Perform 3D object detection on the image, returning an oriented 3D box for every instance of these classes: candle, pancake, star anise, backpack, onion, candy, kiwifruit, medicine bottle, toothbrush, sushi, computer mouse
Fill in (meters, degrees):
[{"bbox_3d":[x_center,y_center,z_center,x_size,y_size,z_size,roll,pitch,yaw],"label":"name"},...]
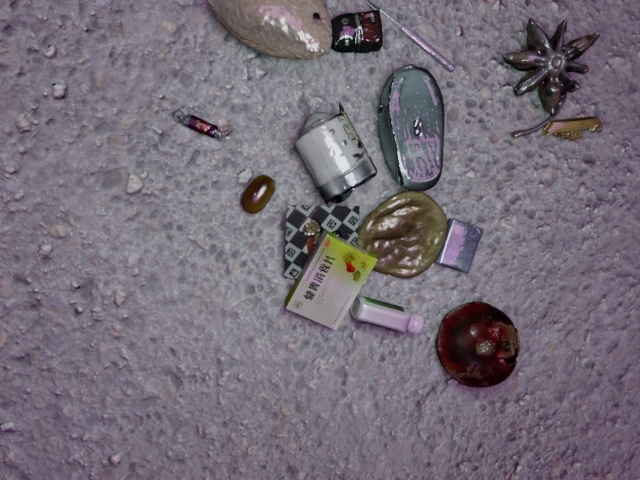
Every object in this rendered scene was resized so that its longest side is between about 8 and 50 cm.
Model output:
[{"bbox_3d":[0.022,-0.279,1.334,0.188,0.187,0.330,-30,95,-7],"label":"candle"},{"bbox_3d":[0.260,-0.012,1.421,0.295,0.049,0.294,-2,110,-7],"label":"pancake"},{"bbox_3d":[0.709,-0.541,1.469,0.360,0.139,0.315,-30,90,9],"label":"star anise"},{"bbox_3d":[0.105,-0.616,1.364,0.165,0.106,0.119,-14,100,-12],"label":"backpack"},{"bbox_3d":[0.506,0.327,1.439,0.272,0.195,0.271,0,86,-3],"label":"onion"},{"bbox_3d":[-0.340,-0.332,1.340,0.175,0.043,0.045,23,86,-6],"label":"candy"},{"bbox_3d":[-0.184,-0.136,1.361,0.075,0.075,0.124,37,91,-9],"label":"kiwifruit"},{"bbox_3d":[0.207,0.233,1.422,0.219,0.115,0.077,17,89,-10],"label":"medicine bottle"},{"bbox_3d":[0.282,-0.641,1.430,0.354,0.029,0.024,35,100,-10],"label":"toothbrush"},{"bbox_3d":[0.000,0.000,1.401,0.220,0.047,0.231,1,106,-9],"label":"sushi"},{"bbox_3d":[0.278,-0.335,1.404,0.204,0.114,0.373,-4,94,-7],"label":"computer mouse"}]

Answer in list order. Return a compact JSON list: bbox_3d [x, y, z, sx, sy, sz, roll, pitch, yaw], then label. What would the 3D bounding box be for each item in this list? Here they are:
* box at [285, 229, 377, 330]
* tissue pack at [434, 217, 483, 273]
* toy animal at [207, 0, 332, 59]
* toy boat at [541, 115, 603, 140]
[{"bbox_3d":[0.030,0.122,1.384,0.175,0.062,0.260,26,102,-15],"label":"box"},{"bbox_3d":[0.444,0.017,1.483,0.113,0.051,0.156,19,90,-7],"label":"tissue pack"},{"bbox_3d":[-0.132,-0.637,1.284,0.359,0.188,0.226,17,80,-9],"label":"toy animal"},{"bbox_3d":[0.833,-0.367,1.523,0.206,0.064,0.072,-8,112,-7],"label":"toy boat"}]
